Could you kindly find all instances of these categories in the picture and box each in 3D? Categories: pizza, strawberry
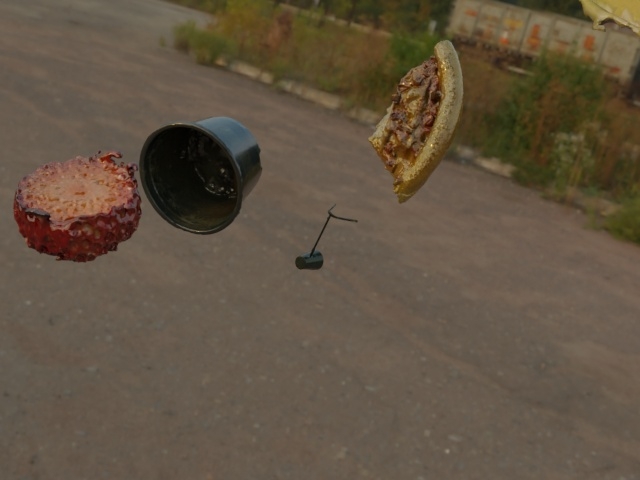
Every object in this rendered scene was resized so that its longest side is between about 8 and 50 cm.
[{"bbox_3d":[0.157,-0.193,1.426,0.134,0.271,0.056,26,-1,25],"label":"pizza"},{"bbox_3d":[-0.267,-0.034,0.993,0.145,0.086,0.145,-4,34,2],"label":"strawberry"}]

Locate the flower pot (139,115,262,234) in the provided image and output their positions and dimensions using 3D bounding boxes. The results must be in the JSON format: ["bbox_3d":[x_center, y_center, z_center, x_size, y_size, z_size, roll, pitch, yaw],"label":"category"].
[{"bbox_3d":[-0.150,-0.099,1.205,0.157,0.157,0.107,20,31,18],"label":"flower pot"}]

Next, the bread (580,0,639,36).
[{"bbox_3d":[0.125,-0.254,0.420,0.236,0.198,0.263,38,14,-36],"label":"bread"}]

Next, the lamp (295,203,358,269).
[{"bbox_3d":[-0.001,0.001,1.342,0.041,0.121,0.054,47,30,22],"label":"lamp"}]
